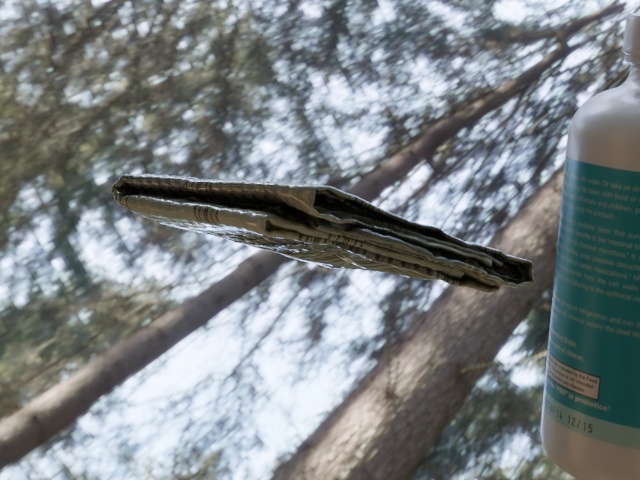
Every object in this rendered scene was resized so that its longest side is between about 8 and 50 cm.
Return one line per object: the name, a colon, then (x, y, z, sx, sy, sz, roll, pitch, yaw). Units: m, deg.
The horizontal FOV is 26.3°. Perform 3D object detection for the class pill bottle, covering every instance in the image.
pill bottle: (0.208, 0.006, 0.780, 0.146, 0.146, 0.264, 8, -78, 24)

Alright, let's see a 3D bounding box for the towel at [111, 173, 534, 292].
towel: (0.000, 0.000, 1.357, 0.324, 0.312, 0.056, 5, -101, 50)
